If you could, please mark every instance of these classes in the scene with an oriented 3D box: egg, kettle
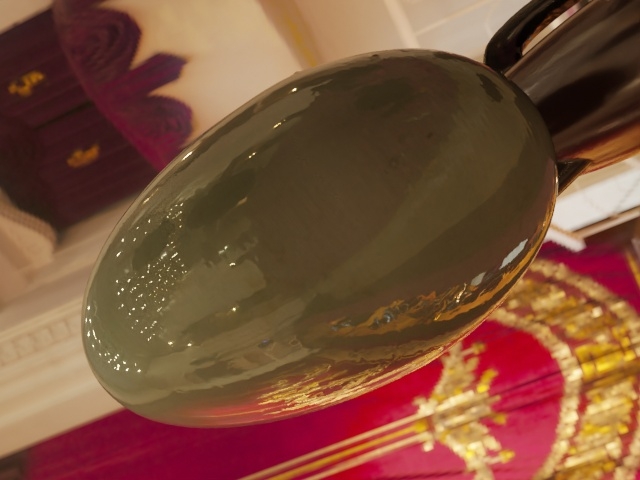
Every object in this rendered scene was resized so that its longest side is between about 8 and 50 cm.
[{"bbox_3d":[0.000,0.000,0.771,0.230,0.371,0.230,59,172,14],"label":"egg"},{"bbox_3d":[0.246,-0.159,0.921,0.144,0.232,0.202,24,-136,-49],"label":"kettle"}]
